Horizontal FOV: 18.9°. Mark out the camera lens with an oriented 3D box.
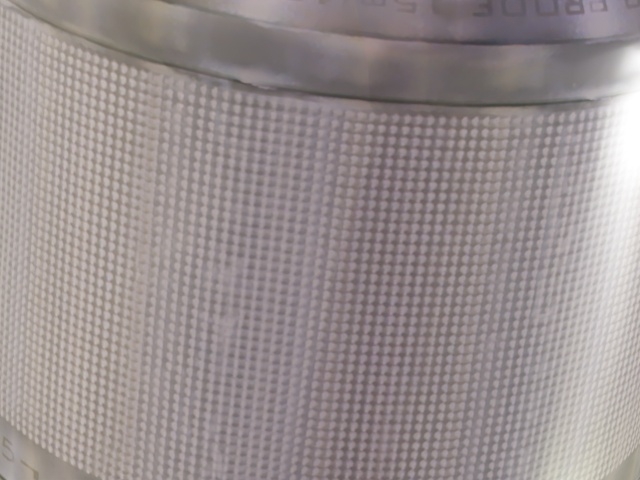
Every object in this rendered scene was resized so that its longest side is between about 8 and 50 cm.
[{"bbox_3d":[0.000,0.000,0.584,0.219,0.274,0.219,5,25,-3],"label":"camera lens"}]
